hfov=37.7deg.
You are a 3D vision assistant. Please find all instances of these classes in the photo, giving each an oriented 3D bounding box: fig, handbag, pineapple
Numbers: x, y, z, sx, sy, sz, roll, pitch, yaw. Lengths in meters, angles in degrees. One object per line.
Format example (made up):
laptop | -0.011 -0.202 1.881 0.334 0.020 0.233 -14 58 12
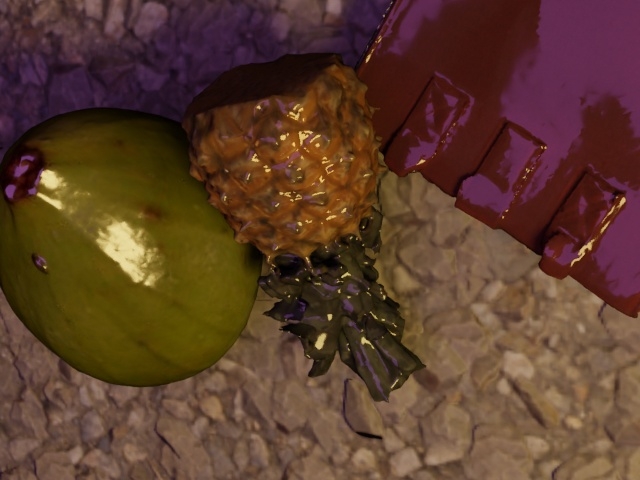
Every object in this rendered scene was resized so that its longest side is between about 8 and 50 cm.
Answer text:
fig | -0.153 0.002 0.678 0.203 0.225 0.202 -7 73 22
handbag | 0.172 -0.125 0.602 0.260 0.084 0.275 33 111 16
pineapple | 0.001 -0.001 0.636 0.128 0.128 0.248 -7 121 22
